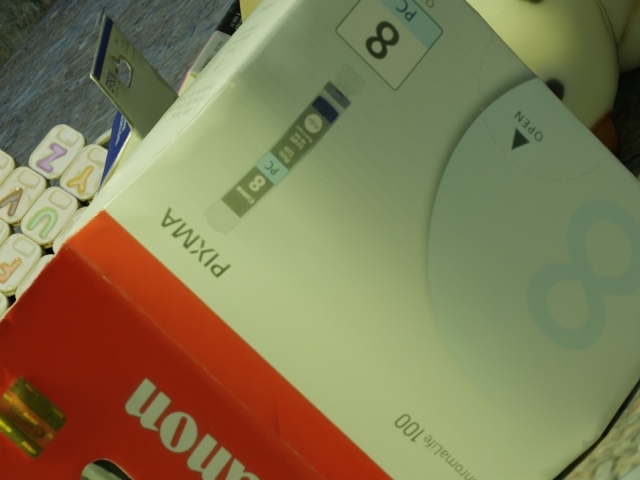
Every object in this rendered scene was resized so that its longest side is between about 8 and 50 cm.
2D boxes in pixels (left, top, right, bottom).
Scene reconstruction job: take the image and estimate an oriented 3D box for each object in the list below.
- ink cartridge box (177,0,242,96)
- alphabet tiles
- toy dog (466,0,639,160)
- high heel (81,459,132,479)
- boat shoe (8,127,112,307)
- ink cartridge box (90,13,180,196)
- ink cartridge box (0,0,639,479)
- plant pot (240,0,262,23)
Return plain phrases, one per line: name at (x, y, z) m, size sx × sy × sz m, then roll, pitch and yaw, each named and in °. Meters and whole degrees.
ink cartridge box at (-0.155, -0.063, 1.922) m, size 0.371 × 0.069 × 0.176 m, roll -61°, pitch 3°, yaw 35°
alphabet tiles at (-0.333, 0.000, 2.153) m, size 0.284 × 0.021 × 0.278 m, roll 31°, pitch 78°, yaw 31°
toy dog at (0.118, -0.180, 1.424) m, size 0.395 × 0.284 × 0.408 m, roll -51°, pitch 12°, yaw 28°
high heel at (-0.147, 0.096, 1.518) m, size 0.261 × 0.186 × 0.093 m, roll -43°, pitch 28°, yaw 14°
boat shoe at (-0.282, -0.006, 2.213) m, size 0.324 × 0.116 × 0.097 m, roll -49°, pitch 22°, yaw -1°
ink cartridge box at (-0.068, -0.005, 1.335) m, size 0.065 × 0.333 × 0.165 m, roll -38°, pitch 17°, yaw 12°
ink cartridge box at (0.012, 0.053, 1.058) m, size 0.385 × 0.308 × 0.091 m, roll -52°, pitch 17°, yaw -21°
plant pot at (0.065, -0.268, 1.823) m, size 0.191 × 0.284 × 0.284 m, roll 6°, pitch 43°, yaw 23°
